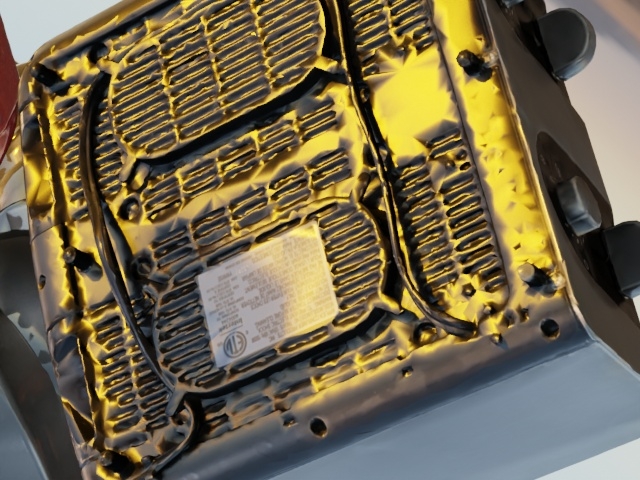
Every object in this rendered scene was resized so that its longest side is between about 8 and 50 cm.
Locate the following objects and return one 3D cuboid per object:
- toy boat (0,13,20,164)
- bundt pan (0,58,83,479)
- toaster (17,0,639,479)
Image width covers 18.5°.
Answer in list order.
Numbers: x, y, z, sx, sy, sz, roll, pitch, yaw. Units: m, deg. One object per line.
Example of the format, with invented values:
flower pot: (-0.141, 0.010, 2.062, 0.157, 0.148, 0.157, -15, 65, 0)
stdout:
toy boat: (-0.230, -0.038, 0.711, 0.151, 0.231, 0.151, -91, -7, -47)
bundt pan: (-0.195, 0.021, 0.957, 0.331, 0.331, 0.124, 53, 162, 48)
toaster: (0.000, 0.000, 0.586, 0.110, 0.186, 0.168, 31, -141, -54)
